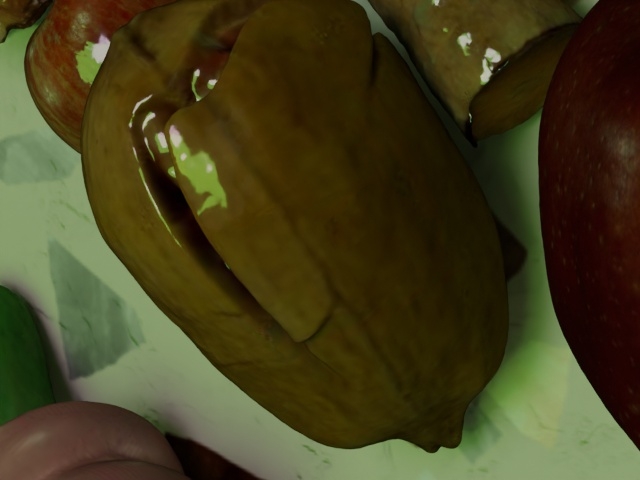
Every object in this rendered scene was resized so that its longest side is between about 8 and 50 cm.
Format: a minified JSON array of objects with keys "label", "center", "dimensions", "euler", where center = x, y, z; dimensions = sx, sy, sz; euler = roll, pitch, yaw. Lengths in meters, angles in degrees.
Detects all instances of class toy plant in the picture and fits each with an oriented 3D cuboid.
[{"label":"toy plant","center":[-0.203,0.228,1.120],"dimensions":[0.356,0.210,0.317],"euler":[24,116,42]}]

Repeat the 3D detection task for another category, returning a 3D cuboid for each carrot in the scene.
[{"label":"carrot","center":[0.045,-0.178,0.920],"dimensions":[0.263,0.102,0.102],"euler":[51,123,16]}]

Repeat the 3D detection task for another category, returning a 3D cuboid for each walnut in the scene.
[{"label":"walnut","center":[0.000,0.000,0.917],"dimensions":[0.209,0.209,0.336],"euler":[-13,123,36]}]

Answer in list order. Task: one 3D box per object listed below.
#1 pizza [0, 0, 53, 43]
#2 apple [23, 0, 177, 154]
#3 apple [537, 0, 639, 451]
[{"label":"pizza","center":[-0.225,-0.259,1.051],"dimensions":[0.409,0.114,0.278],"euler":[-26,63,33]},{"label":"apple","center":[-0.118,-0.117,1.016],"dimensions":[0.131,0.146,0.146],"euler":[37,122,-4]},{"label":"apple","center":[0.234,-0.009,0.703],"dimensions":[0.288,0.317,0.288],"euler":[2,103,7]}]
